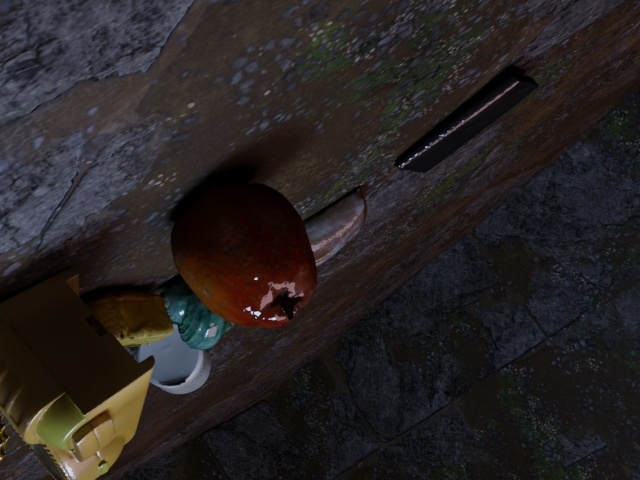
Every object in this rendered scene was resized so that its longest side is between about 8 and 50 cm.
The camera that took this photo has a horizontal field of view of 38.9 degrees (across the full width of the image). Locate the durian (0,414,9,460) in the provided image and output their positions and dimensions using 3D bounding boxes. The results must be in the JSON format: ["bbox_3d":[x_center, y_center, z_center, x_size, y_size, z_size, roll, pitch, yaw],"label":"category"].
[{"bbox_3d":[-0.671,0.366,1.527,0.260,0.154,0.186,-42,144,-2],"label":"durian"}]

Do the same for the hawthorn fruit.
[{"bbox_3d":[-0.103,0.039,1.376,0.210,0.262,0.210,-24,148,-16],"label":"hawthorn fruit"}]

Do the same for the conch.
[{"bbox_3d":[-0.211,0.115,1.736,0.202,0.134,0.196,-8,120,-58],"label":"conch"}]

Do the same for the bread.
[{"bbox_3d":[-0.344,0.141,1.559,0.102,0.094,0.245,-28,170,17],"label":"bread"}]

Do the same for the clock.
[{"bbox_3d":[-0.380,0.233,1.349,0.200,0.244,0.317,-32,156,-28],"label":"clock"}]

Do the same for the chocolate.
[{"bbox_3d":[0.002,0.000,1.966,0.261,0.083,0.161,-33,167,-6],"label":"chocolate"}]

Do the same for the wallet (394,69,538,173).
[{"bbox_3d":[0.306,-0.248,1.918,0.321,0.044,0.170,-36,168,25],"label":"wallet"}]

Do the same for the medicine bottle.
[{"bbox_3d":[-0.316,0.267,2.010,0.143,0.143,0.258,-33,167,-9],"label":"medicine bottle"}]
